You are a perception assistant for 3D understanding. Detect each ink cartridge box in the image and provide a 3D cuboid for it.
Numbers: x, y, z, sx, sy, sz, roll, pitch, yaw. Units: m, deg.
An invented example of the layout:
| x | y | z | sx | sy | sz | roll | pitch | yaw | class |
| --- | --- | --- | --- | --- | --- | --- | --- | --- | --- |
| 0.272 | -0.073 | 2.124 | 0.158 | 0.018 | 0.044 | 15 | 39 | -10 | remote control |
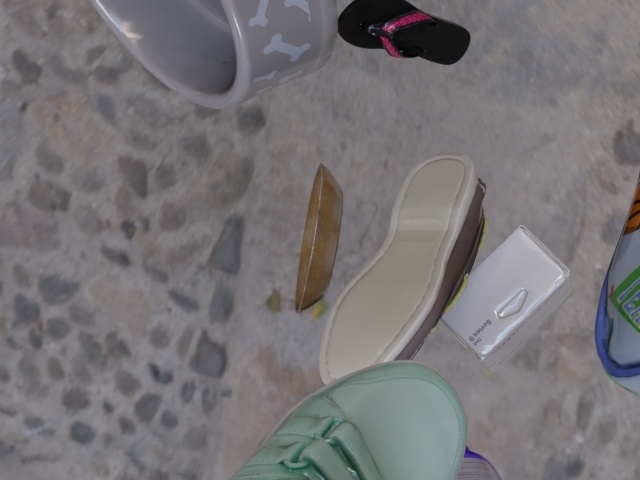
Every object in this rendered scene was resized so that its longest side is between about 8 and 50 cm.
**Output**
| x | y | z | sx | sy | sz | roll | pitch | yaw | class |
| --- | --- | --- | --- | --- | --- | --- | --- | --- | --- |
| 0.234 | 0.079 | 1.586 | 0.154 | 0.212 | 0.093 | -45 | 77 | 2 | ink cartridge box |

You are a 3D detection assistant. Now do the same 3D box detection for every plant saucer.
| x | y | z | sx | sy | sz | roll | pitch | yaw | class |
| --- | --- | --- | --- | --- | --- | --- | --- | --- | --- |
| 0.000 | 0.000 | 0.683 | 0.015 | 0.083 | 0.083 | 9 | 112 | -5 | plant saucer |

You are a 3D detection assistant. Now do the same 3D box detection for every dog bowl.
| x | y | z | sx | sy | sz | roll | pitch | yaw | class |
| --- | --- | --- | --- | --- | --- | --- | --- | --- | --- |
| -0.139 | -0.279 | 1.215 | 0.102 | 0.349 | 0.349 | -40 | 108 | -21 | dog bowl |

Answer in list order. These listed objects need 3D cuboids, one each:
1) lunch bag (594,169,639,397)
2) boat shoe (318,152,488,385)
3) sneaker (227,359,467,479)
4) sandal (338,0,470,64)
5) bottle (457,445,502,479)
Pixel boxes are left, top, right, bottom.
| x | y | z | sx | sy | sz | roll | pitch | yaw | class |
| --- | --- | --- | --- | --- | --- | --- | --- | --- | --- |
| 0.246 | -0.049 | 0.521 | 0.115 | 0.303 | 0.243 | 33 | 148 | -12 | lunch bag |
| 0.101 | 0.050 | 1.372 | 0.116 | 0.324 | 0.097 | 3 | 141 | 33 | boat shoe |
| 0.014 | 0.117 | 0.497 | 0.094 | 0.256 | 0.151 | 55 | 139 | -2 | sneaker |
| 0.100 | -0.231 | 1.404 | 0.179 | 0.040 | 0.067 | 9 | 122 | -32 | sandal |
| 0.122 | 0.257 | 1.217 | 0.118 | 0.283 | 0.092 | -9 | 105 | -6 | bottle |
